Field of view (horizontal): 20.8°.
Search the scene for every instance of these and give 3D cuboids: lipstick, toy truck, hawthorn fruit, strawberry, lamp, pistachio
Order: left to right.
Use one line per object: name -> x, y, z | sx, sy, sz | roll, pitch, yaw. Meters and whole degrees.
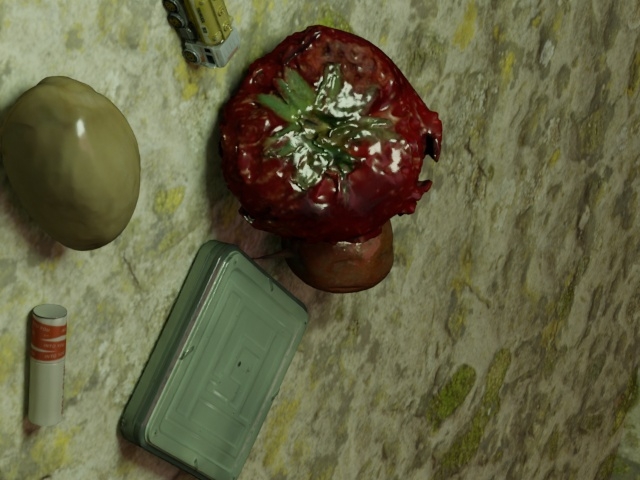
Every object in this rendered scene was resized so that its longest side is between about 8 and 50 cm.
lipstick -> -0.297, 0.136, 1.897 | 0.038, 0.038, 0.131 | -25, 126, -52
pistachio -> -0.251, -0.077, 1.786 | 0.136, 0.135, 0.226 | -54, 153, -28
toy truck -> -0.128, -0.247, 1.946 | 0.052, 0.062, 0.123 | -55, 146, -28
lamp -> -0.125, 0.161, 2.190 | 0.269, 0.047, 0.266 | -66, 151, -11
strawberry -> 0.007, -0.120, 2.110 | 0.274, 0.274, 0.220 | -66, -173, -10
hawthorn fruit -> 0.018, 0.005, 2.248 | 0.189, 0.149, 0.149 | -30, 130, -55
